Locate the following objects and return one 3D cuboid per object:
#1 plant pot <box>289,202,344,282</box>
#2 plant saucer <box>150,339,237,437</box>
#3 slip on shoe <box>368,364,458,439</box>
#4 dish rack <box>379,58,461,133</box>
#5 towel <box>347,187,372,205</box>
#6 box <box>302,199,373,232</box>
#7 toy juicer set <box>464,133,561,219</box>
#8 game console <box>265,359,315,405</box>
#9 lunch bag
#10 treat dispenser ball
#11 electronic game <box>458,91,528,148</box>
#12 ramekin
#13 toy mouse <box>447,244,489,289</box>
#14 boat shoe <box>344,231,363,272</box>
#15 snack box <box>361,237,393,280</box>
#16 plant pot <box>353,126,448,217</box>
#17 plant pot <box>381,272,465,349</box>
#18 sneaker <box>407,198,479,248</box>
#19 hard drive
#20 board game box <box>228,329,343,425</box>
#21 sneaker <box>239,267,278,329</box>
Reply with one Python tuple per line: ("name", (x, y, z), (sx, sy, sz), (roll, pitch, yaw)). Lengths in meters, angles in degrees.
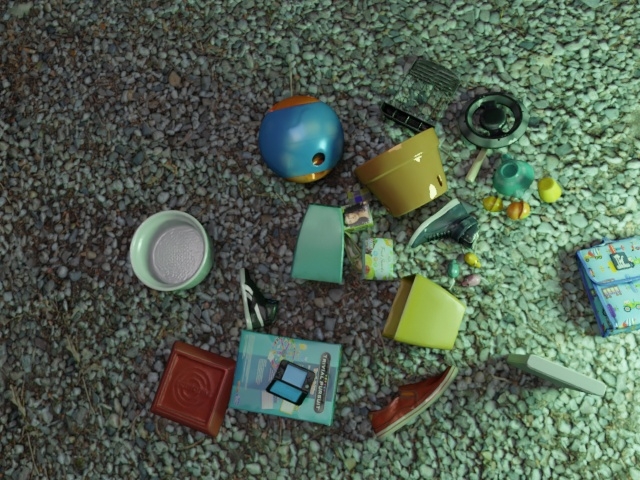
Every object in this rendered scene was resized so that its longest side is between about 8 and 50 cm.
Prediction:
("plant pot", (0.000, 0.000, 1.821), (0.165, 0.165, 0.234), (6, 97, 1))
("plant saucer", (-0.428, 0.497, 1.888), (0.258, 0.048, 0.259), (17, 81, 11))
("slip on shoe", (0.289, 0.490, 1.752), (0.331, 0.123, 0.101), (-38, 72, 5))
("dish rack", (0.356, -0.508, 1.959), (0.208, 0.074, 0.272), (30, 84, 12))
("towel", (0.136, -0.154, 1.943), (0.083, 0.009, 0.060), (-15, 56, 6))
("box", (0.060, -0.067, 1.922), (0.232, 0.058, 0.087), (-15, 77, 6))
("toy juicer set", (0.607, -0.186, 1.857), (0.209, 0.089, 0.329), (-45, 51, 7))
("game console", (-0.092, 0.443, 1.754), (0.122, 0.071, 0.107), (21, 83, 11))
("lunch bag", (0.942, 0.124, 1.736), (0.220, 0.138, 0.293), (-15, 65, 6))
("treat dispenser ball", (-0.064, -0.337, 1.875), (0.288, 0.288, 0.288), (-2, 79, 8))
("electronic game", (0.587, -0.410, 1.906), (0.229, 0.048, 0.229), (-6, 65, 12))
("ramekin", (-0.502, 0.044, 1.943), (0.277, 0.135, 0.277), (-2, 78, 9))
("toy mouse", (0.471, 0.108, 1.840), (0.143, 0.031, 0.161), (-44, 76, -2))
("boat shoe", (0.112, 0.040, 1.898), (0.056, 0.048, 0.153), (-24, 76, 3))
("snack box", (0.190, 0.064, 1.871), (0.100, 0.037, 0.141), (3, 79, -16))
("plant pot", (0.281, -0.209, 1.822), (0.290, 0.291, 0.204), (-29, 93, 2))
("plant pot", (0.329, 0.238, 1.757), (0.187, 0.212, 0.212), (20, 82, -1))
("sneaker", (0.414, -0.012, 1.840), (0.226, 0.086, 0.163), (-39, 70, -2))
("hard drive", (0.665, 0.381, 1.615), (0.203, 0.307, 0.040), (22, 84, 12))
("board game box", (-0.111, 0.444, 1.835), (0.335, 0.079, 0.254), (7, 80, 9))
("sneaker", (-0.207, 0.192, 1.910), (0.121, 0.079, 0.217), (-8, 71, -10))
